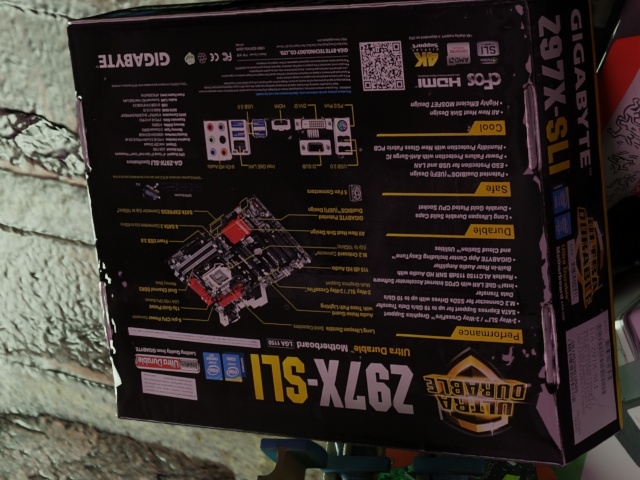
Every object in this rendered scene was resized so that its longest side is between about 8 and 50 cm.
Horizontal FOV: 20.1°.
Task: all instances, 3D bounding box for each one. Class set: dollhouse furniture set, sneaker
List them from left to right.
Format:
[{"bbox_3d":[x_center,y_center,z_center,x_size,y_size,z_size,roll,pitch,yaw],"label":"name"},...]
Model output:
[{"bbox_3d":[0.044,0.151,1.115,0.129,0.129,0.183,-1,157,18],"label":"dollhouse furniture set"},{"bbox_3d":[0.221,-0.069,1.053,0.145,0.090,0.270,18,144,1],"label":"sneaker"}]

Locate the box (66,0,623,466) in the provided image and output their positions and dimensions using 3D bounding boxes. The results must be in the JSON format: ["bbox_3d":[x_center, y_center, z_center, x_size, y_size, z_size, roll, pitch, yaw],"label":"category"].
[{"bbox_3d":[0.007,-0.014,1.054,0.322,0.079,0.257,1,105,35],"label":"box"}]

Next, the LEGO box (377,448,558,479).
[{"bbox_3d":[0.094,0.450,1.311,0.193,0.372,0.500,7,124,31],"label":"LEGO box"}]

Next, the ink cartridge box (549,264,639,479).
[{"bbox_3d":[0.252,0.106,1.049,0.211,0.121,0.289,58,156,1],"label":"ink cartridge box"}]
